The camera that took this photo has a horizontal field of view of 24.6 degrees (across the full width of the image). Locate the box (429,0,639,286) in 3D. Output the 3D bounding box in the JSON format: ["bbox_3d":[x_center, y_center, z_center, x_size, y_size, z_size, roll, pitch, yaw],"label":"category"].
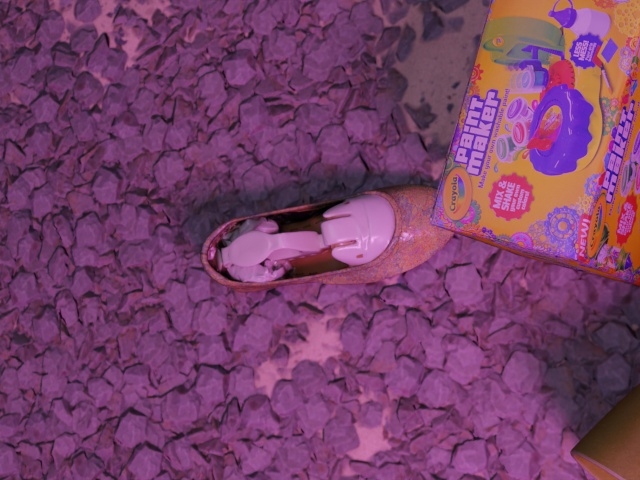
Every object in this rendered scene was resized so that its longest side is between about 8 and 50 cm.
[{"bbox_3d":[0.286,-0.119,1.635,0.177,0.279,0.290,16,90,29],"label":"box"}]

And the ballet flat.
[{"bbox_3d":[0.000,0.000,1.863,0.349,0.123,0.123,-11,77,26],"label":"ballet flat"}]

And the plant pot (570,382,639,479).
[{"bbox_3d":[0.458,0.187,1.529,0.275,0.275,0.293,35,85,28],"label":"plant pot"}]
